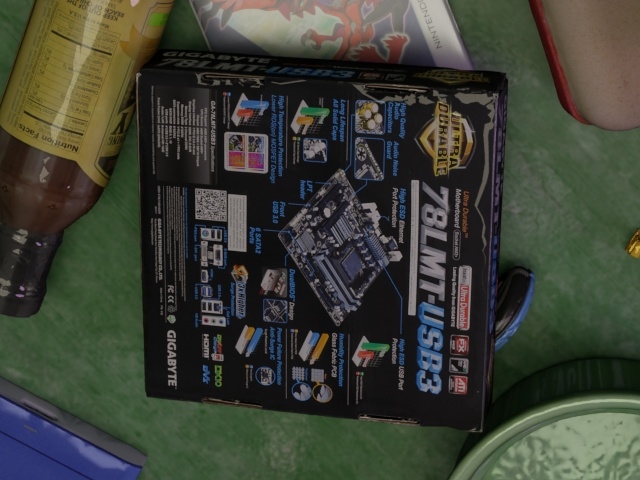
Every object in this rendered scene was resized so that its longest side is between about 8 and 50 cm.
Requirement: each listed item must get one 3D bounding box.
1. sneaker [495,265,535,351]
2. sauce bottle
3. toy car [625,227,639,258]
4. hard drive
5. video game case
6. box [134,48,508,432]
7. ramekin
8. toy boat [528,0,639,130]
[{"bbox_3d":[0.098,0.073,1.675,0.188,0.067,0.078,-28,107,16],"label":"sneaker"},{"bbox_3d":[-0.216,-0.101,1.639,0.111,0.111,0.344,22,109,-1],"label":"sauce bottle"},{"bbox_3d":[0.317,-0.011,1.641,0.060,0.040,0.122,44,105,-7],"label":"toy car"},{"bbox_3d":[-0.323,0.282,1.795,0.210,0.040,0.318,28,107,-3],"label":"hard drive"},{"bbox_3d":[0.008,-0.175,1.636,0.201,0.023,0.183,-20,103,12],"label":"video game case"},{"bbox_3d":[0.000,0.000,1.605,0.293,0.073,0.295,4,111,10],"label":"box"},{"bbox_3d":[0.244,0.248,1.668,0.303,0.148,0.303,2,106,6],"label":"ramekin"},{"bbox_3d":[0.219,-0.201,1.551,0.151,0.151,0.231,-34,130,-13],"label":"toy boat"}]
